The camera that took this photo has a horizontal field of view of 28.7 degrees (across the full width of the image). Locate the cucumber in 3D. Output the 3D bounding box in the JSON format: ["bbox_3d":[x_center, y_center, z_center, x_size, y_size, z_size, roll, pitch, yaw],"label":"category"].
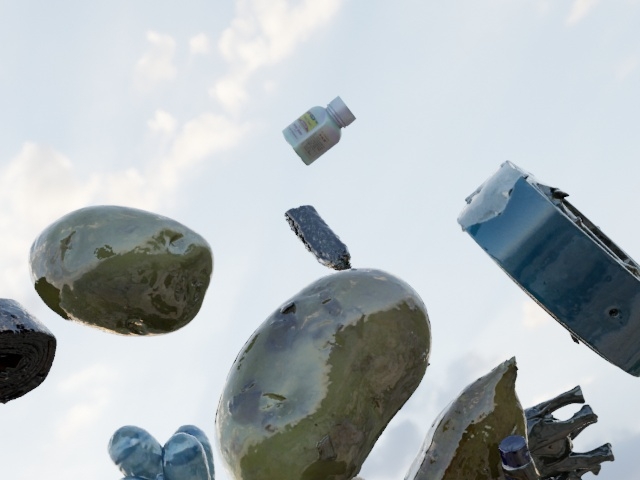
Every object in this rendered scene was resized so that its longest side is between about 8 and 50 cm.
[{"bbox_3d":[0.000,0.000,1.785,0.053,0.181,0.053,-11,-58,-19],"label":"cucumber"}]

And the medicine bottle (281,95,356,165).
[{"bbox_3d":[0.000,-0.190,2.115,0.118,0.074,0.055,-37,-56,4],"label":"medicine bottle"}]

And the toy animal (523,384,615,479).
[{"bbox_3d":[0.390,0.329,2.037,0.146,0.114,0.245,-30,-56,5],"label":"toy animal"}]

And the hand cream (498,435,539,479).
[{"bbox_3d":[0.260,0.313,1.549,0.039,0.062,0.163,-38,-62,-28],"label":"hand cream"}]

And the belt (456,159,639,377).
[{"bbox_3d":[0.439,0.048,2.167,0.173,0.436,0.300,-45,7,11],"label":"belt"}]

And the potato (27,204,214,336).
[{"bbox_3d":[-0.358,0.052,2.211,0.326,0.221,0.243,14,-24,4],"label":"potato"}]

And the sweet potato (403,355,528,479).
[{"bbox_3d":[0.186,0.324,1.649,0.158,0.158,0.369,29,-98,-62],"label":"sweet potato"}]

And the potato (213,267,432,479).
[{"bbox_3d":[-0.001,0.138,1.213,0.262,0.165,0.165,-56,-21,-17],"label":"potato"}]

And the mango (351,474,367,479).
[{"bbox_3d":[0.046,0.332,1.365,0.066,0.187,0.101,-20,16,12],"label":"mango"}]

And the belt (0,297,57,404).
[{"bbox_3d":[-0.635,0.198,2.287,0.289,0.164,0.184,2,-58,-55],"label":"belt"}]

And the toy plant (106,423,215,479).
[{"bbox_3d":[-0.258,0.465,2.280,0.247,0.332,0.247,-42,-1,-1],"label":"toy plant"}]
